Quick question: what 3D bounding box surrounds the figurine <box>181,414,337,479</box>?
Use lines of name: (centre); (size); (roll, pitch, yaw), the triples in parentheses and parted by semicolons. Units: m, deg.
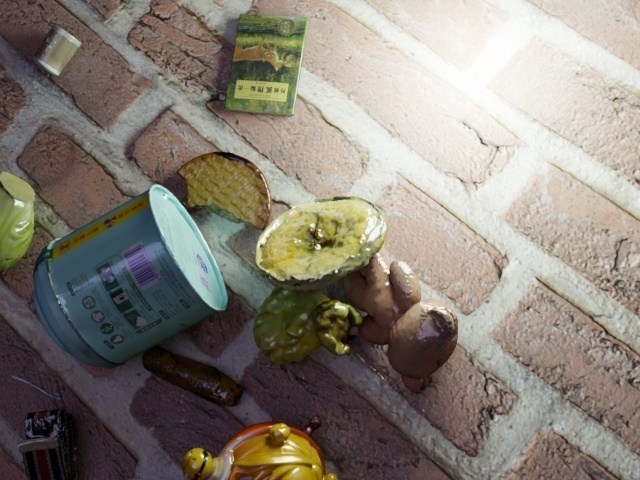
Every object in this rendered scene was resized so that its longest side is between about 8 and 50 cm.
figurine: (-0.124, 0.464, 1.476); (0.323, 0.196, 0.320); (-33, 116, 13)

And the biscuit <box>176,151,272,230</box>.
biscuit: (-0.198, -0.099, 1.697); (0.176, 0.031, 0.228); (-33, 75, 5)

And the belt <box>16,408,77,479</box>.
belt: (-0.540, 0.526, 1.605); (0.094, 0.126, 0.359); (-8, 82, 2)

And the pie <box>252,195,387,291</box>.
pie: (0.000, 0.000, 1.545); (0.274, 0.055, 0.274); (-11, 37, 9)

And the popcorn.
popcorn: (-0.033, 0.165, 1.524); (0.195, 0.173, 0.168); (15, 46, 37)

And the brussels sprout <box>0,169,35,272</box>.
brussels sprout: (-0.740, -0.039, 1.727); (0.244, 0.244, 0.244); (-3, 78, 13)

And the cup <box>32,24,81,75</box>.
cup: (-0.629, -0.449, 1.848); (0.102, 0.074, 0.099); (33, 87, 17)

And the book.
book: (-0.118, -0.389, 1.744); (0.160, 0.024, 0.228); (7, 79, 12)

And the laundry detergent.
laundry detergent: (-0.387, 0.084, 1.568); (0.305, 0.287, 0.287); (-28, 74, 6)

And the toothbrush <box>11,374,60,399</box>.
toothbrush: (-0.620, 0.318, 1.717); (0.131, 0.011, 0.013); (19, 96, 16)

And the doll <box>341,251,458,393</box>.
doll: (0.162, 0.126, 1.529); (0.303, 0.156, 0.201); (55, 136, 35)

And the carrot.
carrot: (-0.267, 0.276, 1.617); (0.228, 0.069, 0.069); (21, 84, 18)
